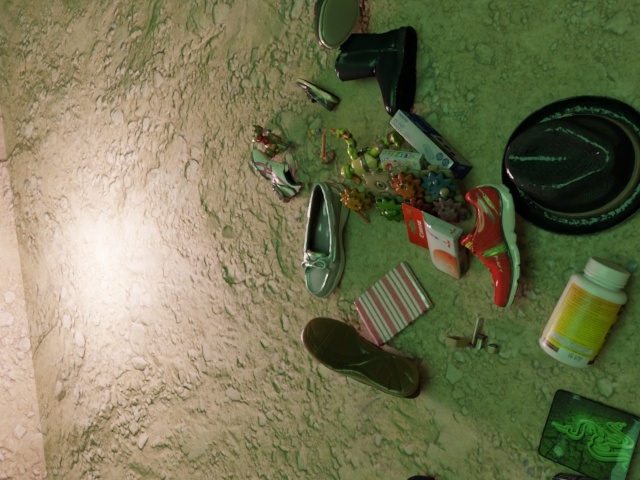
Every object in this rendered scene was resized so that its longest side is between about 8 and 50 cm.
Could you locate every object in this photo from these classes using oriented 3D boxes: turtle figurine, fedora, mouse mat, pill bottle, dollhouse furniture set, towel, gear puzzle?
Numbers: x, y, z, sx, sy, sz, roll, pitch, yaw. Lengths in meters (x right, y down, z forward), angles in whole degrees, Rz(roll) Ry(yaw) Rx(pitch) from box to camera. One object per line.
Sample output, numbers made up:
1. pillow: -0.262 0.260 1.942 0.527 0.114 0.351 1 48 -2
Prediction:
1. turtle figurine: 0.136 -0.190 1.810 0.217 0.087 0.269 -18 100 35
2. fedora: 0.508 -0.159 1.454 0.334 0.153 0.333 -1 89 40
3. mouse mat: 0.556 0.409 1.464 0.190 0.007 0.152 15 85 44
4. pill bottle: 0.545 0.145 1.439 0.117 0.117 0.214 33 110 36
5. dollhouse furniture set: 0.349 0.209 1.605 0.091 0.114 0.081 16 95 41
6. towel: 0.185 0.164 1.799 0.197 0.029 0.144 -43 63 28
7. gear puzzle: 0.183 -0.102 1.711 0.339 0.175 0.044 2 48 36

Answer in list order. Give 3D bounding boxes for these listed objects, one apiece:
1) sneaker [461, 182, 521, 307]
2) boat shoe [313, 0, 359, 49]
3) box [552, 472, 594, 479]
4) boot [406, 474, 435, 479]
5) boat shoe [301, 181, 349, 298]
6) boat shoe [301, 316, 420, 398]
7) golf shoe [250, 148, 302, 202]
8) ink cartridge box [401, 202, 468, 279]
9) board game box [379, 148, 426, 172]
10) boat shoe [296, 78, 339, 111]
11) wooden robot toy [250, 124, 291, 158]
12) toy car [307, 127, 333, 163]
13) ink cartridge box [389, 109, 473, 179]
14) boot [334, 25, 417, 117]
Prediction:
1. sneaker: 0.372 0.014 1.556 0.119 0.107 0.278 -7 94 6
2. boat shoe: 0.042 -0.636 1.854 0.096 0.112 0.335 -14 58 55
3. box: 0.589 0.582 1.435 0.220 0.051 0.175 -5 86 40
4. boot: 0.308 0.640 1.670 0.219 0.082 0.106 10 117 35
5. boat shoe: 0.002 -0.001 1.903 0.118 0.103 0.320 17 99 39
6. boat shoe: 0.104 0.308 1.795 0.342 0.123 0.123 21 71 28
7. golf shoe: -0.126 -0.202 2.033 0.086 0.067 0.186 -44 80 23
8. ink cartridge box: 0.262 0.001 1.670 0.179 0.045 0.145 25 149 35
9. board game box: 0.209 -0.150 1.710 0.104 0.026 0.154 11 141 30
10. boat shoe: -0.016 -0.407 1.958 0.152 0.056 0.049 36 106 34
11. wooden robot toy: -0.159 -0.276 2.069 0.173 0.076 0.079 34 121 35
12. toy car: 0.002 -0.267 1.943 0.041 0.060 0.122 -23 79 4
13. ink cartridge box: 0.265 -0.231 1.693 0.207 0.097 0.046 50 118 28
14. boot: 0.137 -0.423 1.804 0.207 0.094 0.246 1 83 36
